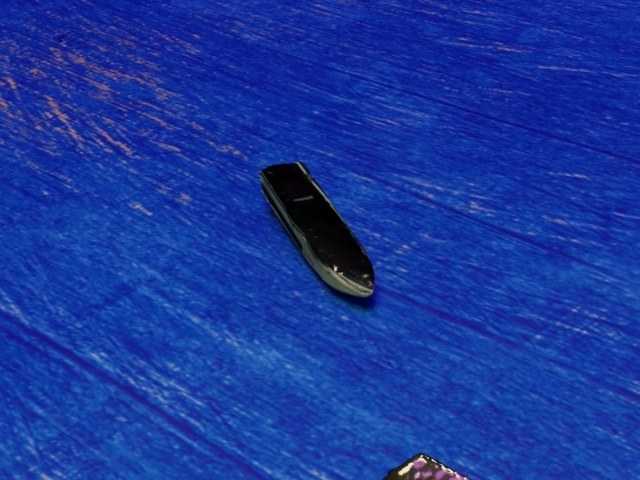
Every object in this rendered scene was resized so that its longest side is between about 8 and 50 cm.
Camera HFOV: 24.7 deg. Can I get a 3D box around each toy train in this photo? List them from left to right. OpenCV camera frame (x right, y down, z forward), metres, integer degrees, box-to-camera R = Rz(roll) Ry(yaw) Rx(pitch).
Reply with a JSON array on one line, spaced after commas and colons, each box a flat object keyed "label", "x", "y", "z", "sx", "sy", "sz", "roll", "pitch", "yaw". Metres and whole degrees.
[{"label": "toy train", "x": 0.000, "y": 0.000, "z": 1.545, "sx": 0.055, "sy": 0.048, "sz": 0.252, "roll": -10, "pitch": 36, "yaw": -19}]

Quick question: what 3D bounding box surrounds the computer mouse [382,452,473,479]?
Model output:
[{"label": "computer mouse", "x": 0.138, "y": 0.229, "z": 1.073, "sx": 0.217, "sy": 0.122, "sz": 0.073, "roll": 26, "pitch": 80, "yaw": 32}]
